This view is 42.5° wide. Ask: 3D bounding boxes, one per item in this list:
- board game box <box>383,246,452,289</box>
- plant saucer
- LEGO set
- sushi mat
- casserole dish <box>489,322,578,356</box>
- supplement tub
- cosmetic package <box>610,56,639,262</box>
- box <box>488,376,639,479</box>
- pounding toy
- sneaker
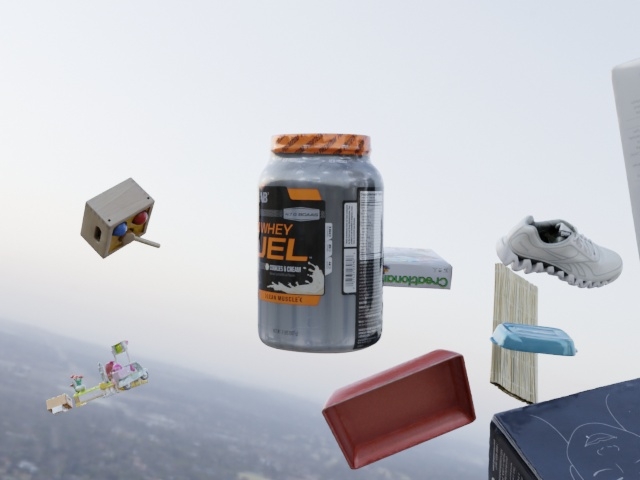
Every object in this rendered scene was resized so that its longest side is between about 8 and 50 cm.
[{"bbox_3d":[0.087,0.047,1.608,0.305,0.053,0.193,3,8,-4],"label":"board game box"},{"bbox_3d":[0.143,0.299,1.489,0.259,0.047,0.258,-22,-41,-1],"label":"plant saucer"},{"bbox_3d":[-0.495,0.300,1.843,0.287,0.107,0.132,-22,-5,32],"label":"LEGO set"},{"bbox_3d":[0.453,0.215,1.908,0.151,0.316,0.019,29,-37,-28],"label":"sushi mat"},{"bbox_3d":[0.457,0.208,1.755,0.188,0.037,0.114,7,11,-3],"label":"casserole dish"},{"bbox_3d":[0.000,0.000,1.240,0.194,0.316,0.193,0,3,0],"label":"supplement tub"},{"bbox_3d":[0.623,-0.072,1.310,0.230,0.453,0.161,-2,-8,-37],"label":"cosmetic package"},{"bbox_3d":[0.612,0.498,1.441,0.480,0.297,0.472,-11,26,-11],"label":"box"},{"bbox_3d":[-0.377,-0.029,1.588,0.100,0.130,0.141,44,-39,12],"label":"pounding toy"},{"bbox_3d":[0.519,0.021,1.726,0.292,0.110,0.118,10,-48,-17],"label":"sneaker"}]
